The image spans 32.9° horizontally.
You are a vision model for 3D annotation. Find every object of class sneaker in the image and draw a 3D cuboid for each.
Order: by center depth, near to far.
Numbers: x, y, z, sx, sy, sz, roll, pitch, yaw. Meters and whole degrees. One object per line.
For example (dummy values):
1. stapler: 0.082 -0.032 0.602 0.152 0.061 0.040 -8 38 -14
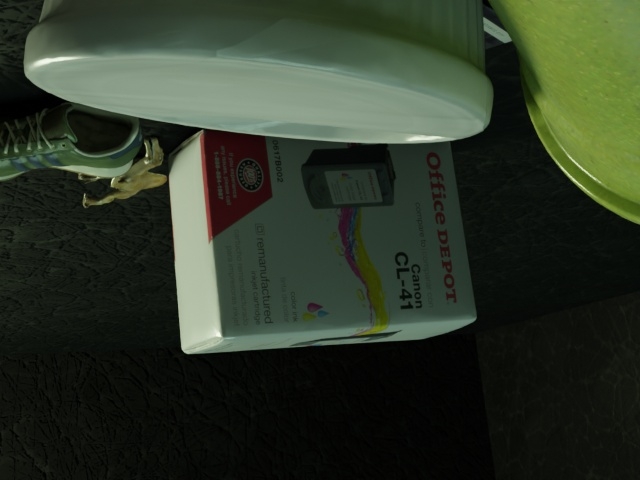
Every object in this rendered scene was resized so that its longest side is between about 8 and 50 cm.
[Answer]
1. sneaker: -0.254 -0.099 0.994 0.192 0.064 0.086 -1 159 -28

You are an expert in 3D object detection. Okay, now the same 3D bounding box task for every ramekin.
1. ramekin: -0.030 -0.138 0.631 0.273 0.127 0.273 6 178 0

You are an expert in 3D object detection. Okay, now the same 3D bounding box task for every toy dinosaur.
1. toy dinosaur: -0.217 -0.062 1.195 0.092 0.053 0.183 -4 168 -19

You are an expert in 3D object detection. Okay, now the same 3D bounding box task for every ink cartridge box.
1. ink cartridge box: 0.000 0.000 1.193 0.306 0.226 0.131 -2 169 -25

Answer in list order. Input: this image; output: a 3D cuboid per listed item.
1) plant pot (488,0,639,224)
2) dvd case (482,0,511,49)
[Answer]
1. plant pot: 0.165 -0.166 0.488 0.276 0.276 0.254 -14 155 32
2. dvd case: 0.041 -0.169 0.914 0.221 0.018 0.164 -13 165 32
